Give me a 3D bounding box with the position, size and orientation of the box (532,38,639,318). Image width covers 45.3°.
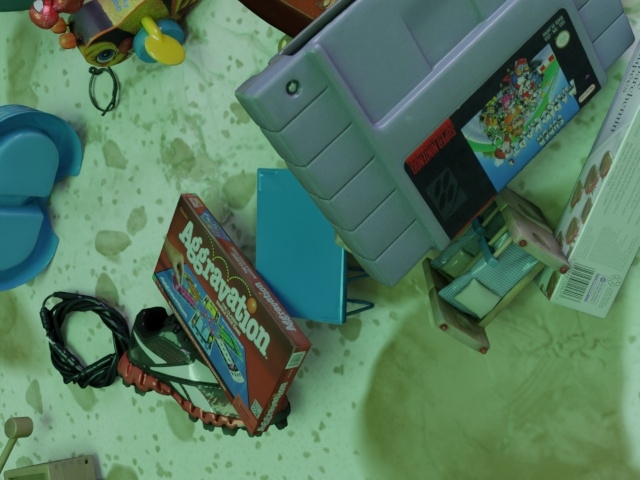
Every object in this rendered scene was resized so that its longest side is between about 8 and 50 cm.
[{"bbox_3d":[0.303,-0.083,0.739,0.067,0.063,0.324,17,106,-7],"label":"box"}]

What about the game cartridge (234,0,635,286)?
[{"bbox_3d":[0.124,-0.153,0.678,0.355,0.230,0.068,-44,26,-12],"label":"game cartridge"}]

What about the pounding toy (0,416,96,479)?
[{"bbox_3d":[-0.443,0.380,1.222,0.181,0.094,0.206,-19,76,35],"label":"pounding toy"}]

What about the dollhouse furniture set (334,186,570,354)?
[{"bbox_3d":[0.126,-0.002,0.774,0.183,0.129,0.129,31,114,-16],"label":"dollhouse furniture set"}]

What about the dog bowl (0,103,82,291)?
[{"bbox_3d":[-0.471,-0.068,1.155,0.074,0.166,0.297,36,112,35],"label":"dog bowl"}]

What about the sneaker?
[{"bbox_3d":[-0.156,0.164,1.022,0.276,0.097,0.135,18,106,29],"label":"sneaker"}]

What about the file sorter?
[{"bbox_3d":[0.000,0.000,0.912,0.118,0.104,0.170,5,98,30],"label":"file sorter"}]

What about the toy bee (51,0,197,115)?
[{"bbox_3d":[-0.257,-0.279,1.004,0.195,0.162,0.298,35,111,21],"label":"toy bee"}]

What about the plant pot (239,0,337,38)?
[{"bbox_3d":[0.038,-0.311,0.774,0.267,0.235,0.267,36,107,22],"label":"plant pot"}]

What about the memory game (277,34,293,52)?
[{"bbox_3d":[0.023,-0.216,0.930,0.186,0.012,0.186,3,96,30],"label":"memory game"}]

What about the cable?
[{"bbox_3d":[-0.360,0.156,1.171,0.184,0.047,0.151,6,98,29],"label":"cable"}]

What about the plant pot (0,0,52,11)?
[{"bbox_3d":[-0.450,-0.450,1.048,0.293,0.235,0.293,4,96,36],"label":"plant pot"}]

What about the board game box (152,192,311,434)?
[{"bbox_3d":[-0.120,0.082,0.935,0.281,0.027,0.145,49,126,35],"label":"board game box"}]

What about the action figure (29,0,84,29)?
[{"bbox_3d":[-0.314,-0.385,0.926,0.091,0.139,0.280,-30,41,63],"label":"action figure"}]
